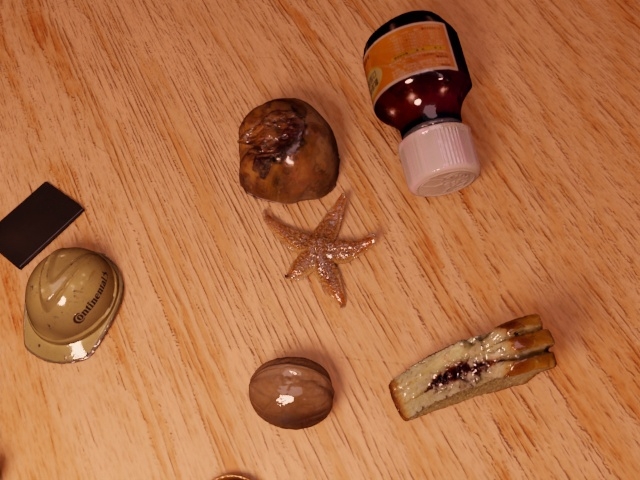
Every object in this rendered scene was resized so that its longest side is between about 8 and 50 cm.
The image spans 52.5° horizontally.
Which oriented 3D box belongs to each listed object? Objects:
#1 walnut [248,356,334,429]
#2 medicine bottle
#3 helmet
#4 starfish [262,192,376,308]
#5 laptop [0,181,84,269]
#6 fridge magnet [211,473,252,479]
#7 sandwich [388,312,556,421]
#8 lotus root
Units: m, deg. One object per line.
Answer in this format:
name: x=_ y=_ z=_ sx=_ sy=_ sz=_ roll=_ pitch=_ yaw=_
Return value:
walnut: x=-0.055 y=0.291 z=1.242 sx=0.162 sy=0.140 sz=0.140 roll=-6 pitch=62 yaw=8
medicine bottle: x=0.245 y=-0.308 z=1.495 sx=0.243 sy=0.242 sz=0.395 roll=-11 pitch=67 yaw=-5
helmet: x=-0.527 y=0.110 z=1.334 sx=0.204 sy=0.137 sz=0.257 roll=6 pitch=63 yaw=3
starfish: x=0.001 y=0.002 z=1.443 sx=0.231 sy=0.048 sz=0.295 roll=-42 pitch=67 yaw=-8
laptop: x=-0.654 y=-0.037 z=1.481 sx=0.135 sy=0.016 sz=0.197 roll=34 pitch=66 yaw=17
fridge magnet: x=-0.165 y=0.496 z=1.174 sx=0.143 sy=0.063 sz=0.143 roll=0 pitch=59 yaw=1
sandwich: x=0.279 y=0.239 z=1.205 sx=0.288 sy=0.254 sz=0.099 roll=-16 pitch=69 yaw=-5
lotus root: x=-0.083 y=-0.220 z=1.492 sx=0.272 sy=0.192 sz=0.272 roll=-2 pitch=68 yaw=4
